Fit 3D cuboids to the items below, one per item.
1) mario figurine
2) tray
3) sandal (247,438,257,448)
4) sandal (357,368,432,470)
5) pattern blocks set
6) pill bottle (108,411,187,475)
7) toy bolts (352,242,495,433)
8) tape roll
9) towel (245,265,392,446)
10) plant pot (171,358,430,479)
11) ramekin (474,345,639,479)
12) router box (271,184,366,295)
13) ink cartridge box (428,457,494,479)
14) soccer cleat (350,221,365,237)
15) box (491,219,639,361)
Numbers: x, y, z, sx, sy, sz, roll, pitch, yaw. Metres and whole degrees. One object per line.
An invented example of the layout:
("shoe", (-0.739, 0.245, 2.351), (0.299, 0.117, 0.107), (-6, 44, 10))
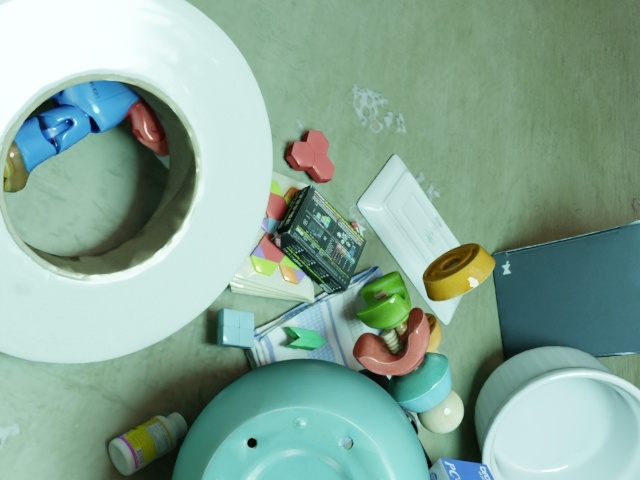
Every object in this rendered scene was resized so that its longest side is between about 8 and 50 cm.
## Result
("mario figurine", (-0.246, -0.166, 0.856), (0.320, 0.170, 0.198), (-28, 135, -32))
("tray", (0.174, -0.003, 1.230), (0.270, 0.030, 0.145), (52, 50, -20))
("sandal", (-0.089, 0.247, 0.921), (0.072, 0.049, 0.180), (23, 79, -30))
("sandal", (0.111, 0.278, 1.057), (0.097, 0.054, 0.254), (-53, 124, -35))
("pattern blocks set", (-0.063, -0.012, 0.993), (0.285, 0.026, 0.325), (2, 72, -39))
("pill bottle", (-0.191, 0.225, 0.831), (0.083, 0.043, 0.043), (-23, 95, -43))
("toy bolts", (0.156, 0.137, 0.976), (0.158, 0.218, 0.228), (57, 23, -15))
("tape roll", (-0.227, -0.065, 0.745), (0.392, 0.072, 0.392), (-15, 115, -34))
("towel", (0.030, 0.174, 1.052), (0.285, 0.034, 0.209), (-26, 98, -43))
("plant pot", (-0.021, 0.261, 0.756), (0.293, 0.235, 0.293), (0, 78, 0))
("ramekin", (0.380, 0.304, 1.180), (0.277, 0.277, 0.135), (57, 8, -16))
("router box", (0.000, 0.000, 0.996), (0.122, 0.038, 0.092), (45, 48, -23))
("ink cartridge box", (0.228, 0.403, 1.023), (0.097, 0.046, 0.207), (17, 30, -30))
("soccer cleat", (0.051, 0.011, 1.116), (0.035, 0.029, 0.083), (24, 60, -32))
("box", (0.562, 0.104, 1.375), (0.395, 0.293, 0.212), (4, 77, -41))
